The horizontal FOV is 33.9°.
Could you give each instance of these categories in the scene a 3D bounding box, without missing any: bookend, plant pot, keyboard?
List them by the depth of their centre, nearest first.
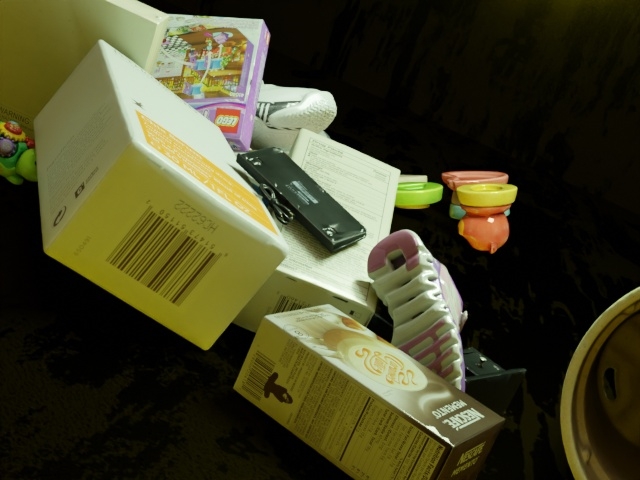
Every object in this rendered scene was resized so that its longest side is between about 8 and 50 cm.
[{"bbox_3d":[0.462,0.197,1.300,0.333,0.334,0.305,27,5,10],"label":"plant pot"},{"bbox_3d":[-0.033,-0.051,1.313,0.180,0.023,0.108,43,34,21],"label":"keyboard"},{"bbox_3d":[0.152,0.160,1.339,0.156,0.072,0.157,35,19,34],"label":"bookend"}]

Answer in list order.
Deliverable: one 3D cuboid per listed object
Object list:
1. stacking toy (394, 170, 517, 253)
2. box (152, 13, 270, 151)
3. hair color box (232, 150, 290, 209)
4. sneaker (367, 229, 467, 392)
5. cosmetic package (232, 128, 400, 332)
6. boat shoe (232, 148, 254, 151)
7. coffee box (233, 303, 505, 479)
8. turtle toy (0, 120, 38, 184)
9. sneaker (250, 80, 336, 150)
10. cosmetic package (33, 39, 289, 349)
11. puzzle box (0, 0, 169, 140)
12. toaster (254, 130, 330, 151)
[{"bbox_3d":[0.270,-0.061,2.211,0.279,0.130,0.309,-1,11,9],"label":"stacking toy"},{"bbox_3d":[-0.239,-0.252,1.640,0.293,0.201,0.057,6,-15,13],"label":"box"},{"bbox_3d":[-0.049,-0.066,1.707,0.174,0.105,0.347,31,18,22],"label":"hair color box"},{"bbox_3d":[0.132,0.103,1.229,0.104,0.095,0.236,29,40,-46],"label":"sneaker"},{"bbox_3d":[0.000,0.000,1.382,0.160,0.113,0.309,23,37,-5],"label":"cosmetic package"},{"bbox_3d":[-0.282,-0.207,1.846,0.341,0.122,0.110,27,-22,-4],"label":"boat shoe"},{"bbox_3d":[0.051,0.174,1.112,0.246,0.098,0.141,32,19,25],"label":"coffee box"},{"bbox_3d":[-0.420,-0.120,1.427,0.130,0.066,0.095,41,22,18],"label":"turtle toy"},{"bbox_3d":[-0.163,-0.258,1.726,0.365,0.210,0.137,-8,-17,3],"label":"sneaker"},{"bbox_3d":[-0.218,-0.077,1.322,0.230,0.161,0.453,36,10,-28],"label":"cosmetic package"},{"bbox_3d":[-0.448,-0.289,1.552,0.408,0.272,0.052,25,30,2],"label":"puzzle box"},{"bbox_3d":[-0.098,-0.188,1.976,0.146,0.129,0.227,5,26,-42],"label":"toaster"}]
